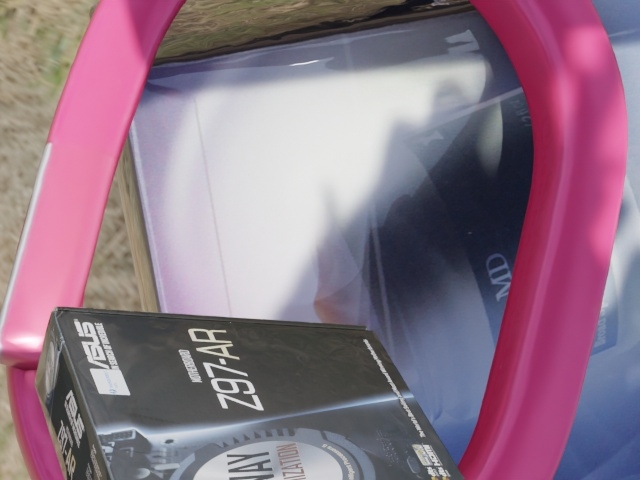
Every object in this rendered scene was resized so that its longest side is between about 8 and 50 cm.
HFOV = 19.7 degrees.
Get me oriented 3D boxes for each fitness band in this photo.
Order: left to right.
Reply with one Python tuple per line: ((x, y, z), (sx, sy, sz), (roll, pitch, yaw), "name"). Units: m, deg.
((0.000, 0.000, 0.667), (0.209, 0.054, 0.291), (17, 75, -9), "fitness band")

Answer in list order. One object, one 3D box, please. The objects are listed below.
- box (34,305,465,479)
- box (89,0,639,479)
((-0.010, 0.042, 0.325), (0.067, 0.083, 0.018), (5, 117, -22), "box")
((0.066, 0.022, 0.849), (0.294, 0.183, 0.296), (-11, 108, -6), "box")
